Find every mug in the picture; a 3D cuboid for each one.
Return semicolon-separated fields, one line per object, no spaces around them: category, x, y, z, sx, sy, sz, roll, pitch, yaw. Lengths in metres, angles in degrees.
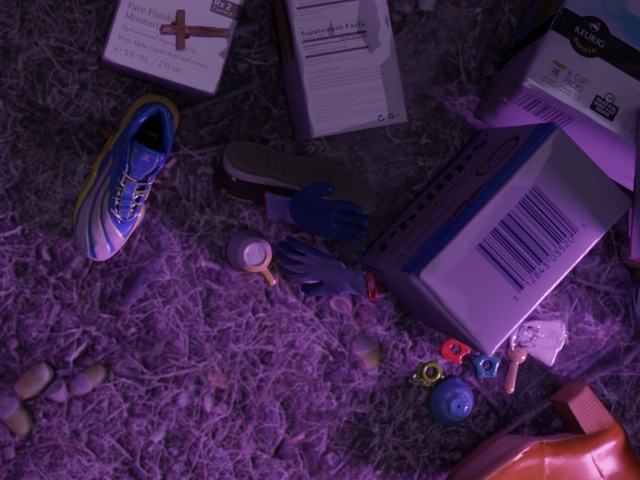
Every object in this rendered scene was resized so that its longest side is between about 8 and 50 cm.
mug;-0.087;0.020;1.480;0.078;0.064;0.062;24;89;-12

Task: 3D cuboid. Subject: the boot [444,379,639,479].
boot;0.334;0.364;1.566;0.295;0.104;0.211;-34;99;-11

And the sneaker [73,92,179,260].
sneaker;-0.258;-0.084;1.407;0.091;0.126;0.240;22;89;-11

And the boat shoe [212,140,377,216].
boat shoe;-0.035;-0.072;1.483;0.228;0.068;0.081;17;49;-17

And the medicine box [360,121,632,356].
medicine box;0.217;-0.010;1.421;0.149;0.289;0.263;44;85;-11

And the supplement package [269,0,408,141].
supplement package;0.017;-0.264;1.441;0.134;0.139;0.244;-11;95;-11

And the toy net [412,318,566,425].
toy net;0.247;0.169;1.567;0.232;0.045;0.122;-33;97;-9

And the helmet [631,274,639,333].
helmet;0.533;0.098;1.557;0.161;0.169;0.169;-43;101;-21

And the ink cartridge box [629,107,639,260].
ink cartridge box;0.524;-0.061;1.285;0.273;0.114;0.196;6;85;-6

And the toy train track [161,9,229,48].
toy train track;-0.154;-0.256;1.318;0.083;0.014;0.048;0;87;-18

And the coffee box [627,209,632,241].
coffee box;0.513;-0.089;1.598;0.113;0.040;0.184;-2;94;-9

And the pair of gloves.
pair of gloves;0.000;0.000;1.439;0.159;0.023;0.198;13;132;25

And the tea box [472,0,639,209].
tea box;0.444;-0.241;1.457;0.329;0.220;0.323;29;81;-5

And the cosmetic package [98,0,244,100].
cosmetic package;-0.188;-0.291;1.392;0.151;0.151;0.183;16;91;-13
